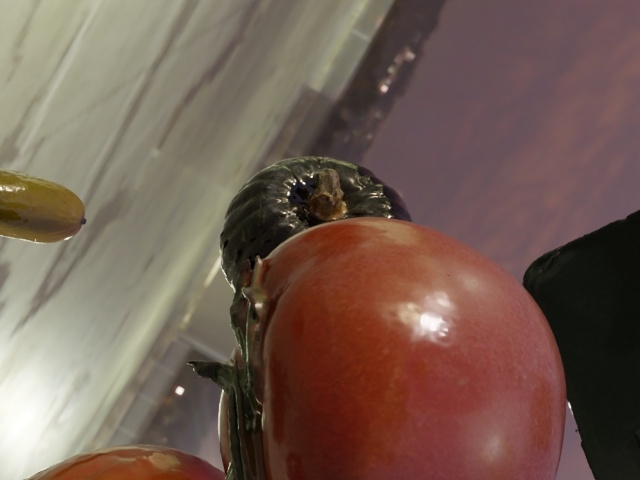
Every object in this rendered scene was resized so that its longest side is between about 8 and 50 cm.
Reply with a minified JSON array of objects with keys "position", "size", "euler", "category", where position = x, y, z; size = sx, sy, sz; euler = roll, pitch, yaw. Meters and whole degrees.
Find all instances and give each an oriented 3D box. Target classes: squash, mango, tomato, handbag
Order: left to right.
[{"position":[-0.422,-0.050,1.579],"size":[0.137,0.237,0.091],"euler":[7,-92,49],"category":"mango"},{"position":[0.000,0.004,1.183],"size":[0.193,0.193,0.156],"euler":[-61,-172,-29],"category":"squash"},{"position":[0.037,0.111,0.791],"size":[0.256,0.225,0.255],"euler":[-171,-90,-73],"category":"tomato"},{"position":[0.336,0.093,1.085],"size":[0.248,0.260,0.079],"euler":[-25,167,29],"category":"handbag"}]

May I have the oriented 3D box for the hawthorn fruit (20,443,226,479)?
[{"position":[-0.221,0.433,1.168],"size":[0.471,0.472,0.472],"euler":[-60,-178,4],"category":"hawthorn fruit"}]
